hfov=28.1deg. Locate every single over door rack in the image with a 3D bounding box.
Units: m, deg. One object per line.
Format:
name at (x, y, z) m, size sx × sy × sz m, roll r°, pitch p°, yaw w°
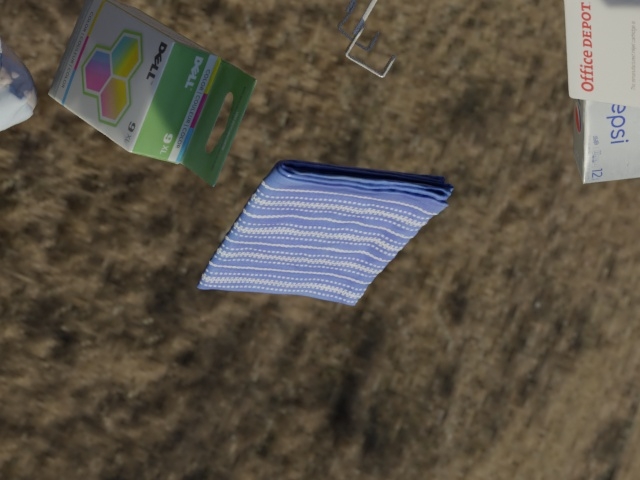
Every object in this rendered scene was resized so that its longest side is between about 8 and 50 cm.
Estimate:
over door rack at (0.076, -0.385, 1.584) m, size 0.239 × 0.108 × 0.324 m, roll -95°, pitch -158°, yaw -72°

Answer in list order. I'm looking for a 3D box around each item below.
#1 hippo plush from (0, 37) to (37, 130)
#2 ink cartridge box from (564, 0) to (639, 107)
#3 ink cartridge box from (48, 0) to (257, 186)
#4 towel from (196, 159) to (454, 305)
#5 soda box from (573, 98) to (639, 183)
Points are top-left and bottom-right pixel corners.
hippo plush at (-0.354, -0.121, 0.938) m, size 0.294 × 0.234 × 0.236 m, roll -50°, pitch -171°, yaw -12°
ink cartridge box at (0.449, -0.285, 1.536) m, size 0.198 × 0.270 × 0.197 m, roll 72°, pitch 36°, yaw -52°
ink cartridge box at (-0.159, -0.142, 1.176) m, size 0.062 × 0.209 × 0.109 m, roll 11°, pitch 107°, yaw -47°
towel at (0.000, 0.000, 1.670) m, size 0.336 × 0.243 × 0.040 m, roll 128°, pitch -38°, yaw -54°
soda box at (0.424, -0.227, 1.865) m, size 0.091 × 0.098 × 0.286 m, roll -93°, pitch 176°, yaw -54°
